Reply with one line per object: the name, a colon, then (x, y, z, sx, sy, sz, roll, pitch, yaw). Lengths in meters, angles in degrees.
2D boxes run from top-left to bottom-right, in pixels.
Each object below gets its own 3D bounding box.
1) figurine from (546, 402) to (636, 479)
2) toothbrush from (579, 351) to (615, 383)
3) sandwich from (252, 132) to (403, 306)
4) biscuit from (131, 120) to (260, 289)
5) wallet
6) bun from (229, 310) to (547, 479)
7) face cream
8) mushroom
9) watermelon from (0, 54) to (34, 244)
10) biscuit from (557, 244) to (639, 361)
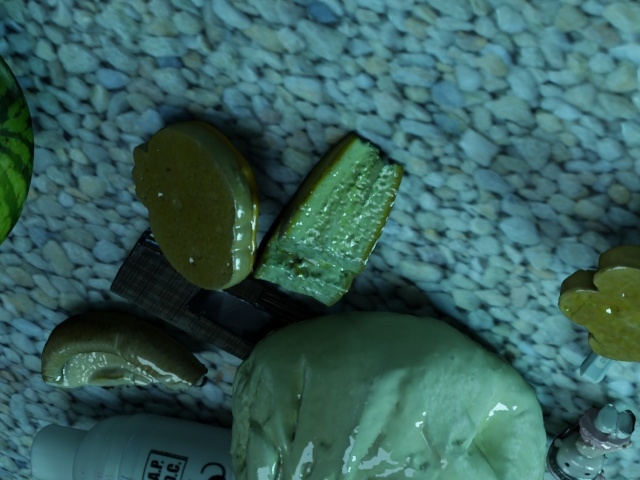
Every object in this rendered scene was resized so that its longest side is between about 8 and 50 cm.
figurine: (0.280, 0.208, 1.993, 0.072, 0.054, 0.129, 18, 139, -13)
toothbrush: (0.307, 0.043, 1.779, 0.025, 0.030, 0.342, 30, 146, 2)
sandwich: (0.000, 0.000, 1.873, 0.090, 0.088, 0.244, 27, 145, -7)
biscuit: (-0.116, -0.041, 1.900, 0.170, 0.050, 0.170, 26, 127, 40)
wallet: (-0.105, 0.073, 2.073, 0.230, 0.042, 0.124, 30, 146, -5)
bun: (0.057, 0.233, 2.002, 0.359, 0.211, 0.360, 12, 146, 8)
face cream: (-0.197, 0.277, 2.301, 0.369, 0.145, 0.145, 8, 141, 23)
mushroom: (-0.227, 0.123, 2.189, 0.209, 0.072, 0.094, -3, 137, 31)
watermelon: (-0.415, -0.085, 1.866, 0.285, 0.285, 0.285, 17, 144, 13)
biscuit: (0.349, 0.081, 1.753, 0.288, 0.044, 0.202, 24, 144, -15)
